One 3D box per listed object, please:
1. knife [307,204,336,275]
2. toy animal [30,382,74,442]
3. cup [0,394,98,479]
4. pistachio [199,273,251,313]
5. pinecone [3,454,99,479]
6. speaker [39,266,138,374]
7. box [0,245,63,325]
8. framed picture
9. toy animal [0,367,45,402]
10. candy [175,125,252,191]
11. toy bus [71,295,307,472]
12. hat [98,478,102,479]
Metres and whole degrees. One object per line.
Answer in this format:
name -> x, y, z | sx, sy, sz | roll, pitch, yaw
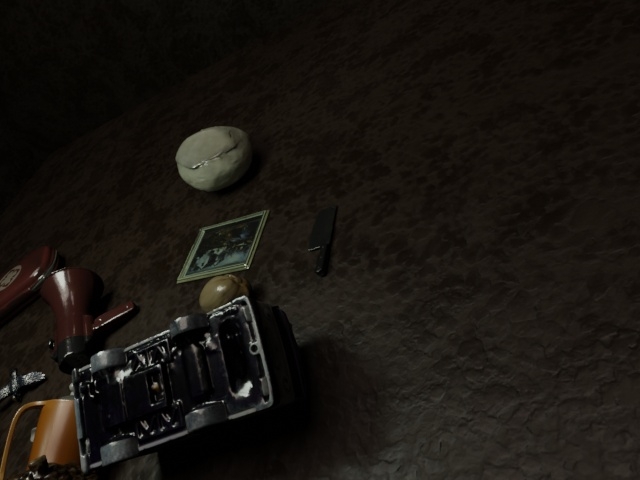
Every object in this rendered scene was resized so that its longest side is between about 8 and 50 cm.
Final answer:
knife -> 0.000, 0.000, 1.233 | 0.072, 0.019, 0.245 | -20, 38, 28
toy animal -> -0.660, 0.482, 1.238 | 0.182, 0.131, 0.127 | -52, 7, -29
cup -> -0.595, 0.486, 1.070 | 0.182, 0.226, 0.264 | -47, 30, 47
pistachio -> -0.245, 0.143, 1.222 | 0.149, 0.113, 0.113 | -33, 35, 32
pinecone -> -0.510, 0.535, 0.865 | 0.224, 0.224, 0.273 | -3, 84, 37
speaker -> -0.733, 0.250, 1.517 | 0.258, 0.198, 0.330 | -11, 44, -30
box -> -1.269, 0.192, 2.000 | 0.403, 0.108, 0.263 | -38, 38, 0
framed picture -> -0.304, 0.016, 1.461 | 0.296, 0.019, 0.233 | -14, 44, 29
toy animal -> -0.969, 0.464, 1.512 | 0.220, 0.062, 0.108 | -28, 38, 4
candy -> -0.373, -0.291, 1.700 | 0.295, 0.185, 0.296 | -9, 49, 11
toy bus -> -0.246, 0.285, 0.946 | 0.439, 0.249, 0.210 | -25, 68, 18
hat -> -0.440, 0.554, 0.992 | 0.145, 0.067, 0.146 | 1, 92, 25
